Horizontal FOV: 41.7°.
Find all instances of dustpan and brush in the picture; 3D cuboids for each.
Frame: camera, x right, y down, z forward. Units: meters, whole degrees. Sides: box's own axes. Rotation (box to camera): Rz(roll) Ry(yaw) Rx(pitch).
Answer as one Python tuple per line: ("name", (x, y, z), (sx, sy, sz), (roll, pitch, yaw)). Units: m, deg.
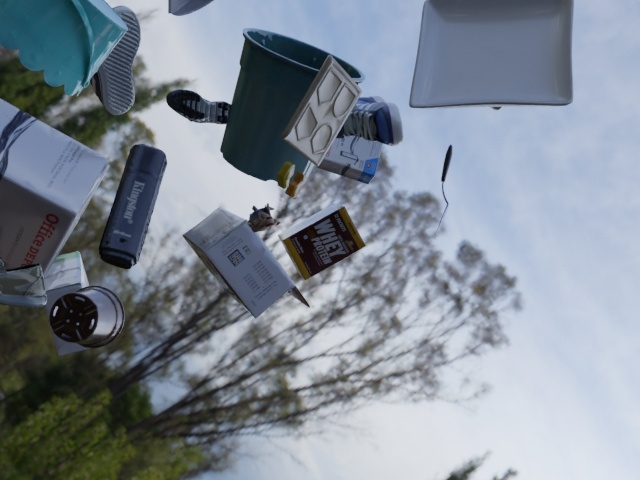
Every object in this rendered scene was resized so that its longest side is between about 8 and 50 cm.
("dustpan and brush", (-0.187, -0.505, 1.582), (0.060, 0.211, 0.147), (43, -25, 9))

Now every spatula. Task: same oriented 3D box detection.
("spatula", (0.394, -0.165, 2.655), (0.084, 0.030, 0.296), (73, 23, -76))

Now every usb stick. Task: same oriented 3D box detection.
("usb stick", (-0.351, -0.071, 1.584), (0.077, 0.278, 0.045), (22, -39, -18))

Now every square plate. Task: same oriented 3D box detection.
("square plate", (0.390, -0.421, 1.895), (0.347, 0.344, 0.049), (2, -33, 15))

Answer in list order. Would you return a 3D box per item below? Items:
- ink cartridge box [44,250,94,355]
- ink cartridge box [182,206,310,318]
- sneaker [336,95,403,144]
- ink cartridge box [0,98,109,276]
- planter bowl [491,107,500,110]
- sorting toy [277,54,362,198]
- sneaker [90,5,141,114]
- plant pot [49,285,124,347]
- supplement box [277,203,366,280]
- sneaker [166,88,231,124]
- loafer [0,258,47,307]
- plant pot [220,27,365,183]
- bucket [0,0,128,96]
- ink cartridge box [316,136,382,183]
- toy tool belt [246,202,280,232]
("ink cartridge box", (-0.747, 0.183, 2.499), (0.289, 0.121, 0.211), (-134, -148, -67))
("ink cartridge box", (-0.187, 0.073, 2.065), (0.272, 0.130, 0.309), (54, -10, -17))
("sneaker", (0.096, -0.337, 2.463), (0.323, 0.236, 0.130), (-117, -164, -65))
("ink cartridge box", (-0.639, -0.119, 1.571), (0.395, 0.166, 0.285), (29, -43, -14))
("planter bowl", (0.416, -0.417, 2.098), (0.109, 0.162, 0.162), (15, -22, -5))
("sorting toy", (-0.024, -0.254, 1.923), (0.041, 0.307, 0.229), (31, 0, 23))
("sneaker", (-0.559, -0.492, 2.215), (0.127, 0.126, 0.321), (46, -40, 27))
("plant pot", (-0.608, 0.196, 2.162), (0.167, 0.167, 0.165), (58, -1, 5))
("supplement box", (0.000, 0.000, 2.365), (0.129, 0.194, 0.191), (61, -4, -8))
("sneaker", (-0.351, -0.364, 2.322), (0.106, 0.234, 0.078), (3, -92, 38))
("loafer", (-0.589, 0.063, 1.440), (0.094, 0.251, 0.087), (6, -93, 44))
("plant pot", (-0.100, -0.345, 2.239), (0.341, 0.341, 0.334), (42, -63, 41))
("bucket", (-0.547, -0.455, 1.725), (0.281, 0.183, 0.281), (44, 7, -7))
("ink cartridge box", (0.102, -0.306, 2.962), (0.203, 0.148, 0.086), (17, -20, -8))
("toy tool belt", (-0.108, -0.046, 1.546), (0.083, 0.052, 0.051), (-21, -97, 67))
